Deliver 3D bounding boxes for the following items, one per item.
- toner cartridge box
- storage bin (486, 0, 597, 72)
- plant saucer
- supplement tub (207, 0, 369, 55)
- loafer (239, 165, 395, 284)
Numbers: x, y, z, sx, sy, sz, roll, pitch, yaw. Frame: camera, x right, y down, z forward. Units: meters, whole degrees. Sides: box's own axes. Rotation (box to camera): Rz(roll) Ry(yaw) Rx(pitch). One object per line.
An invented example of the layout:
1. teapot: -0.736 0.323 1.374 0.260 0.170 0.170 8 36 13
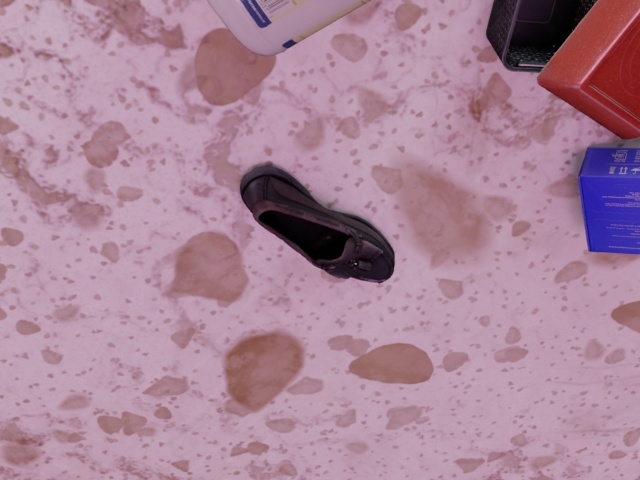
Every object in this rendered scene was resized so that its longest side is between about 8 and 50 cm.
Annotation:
1. toner cartridge box: 0.575 -0.054 1.384 0.348 0.075 0.165 4 136 27
2. storage bin: 0.304 -0.320 1.226 0.122 0.084 0.180 1 129 -10
3. plant saucer: 0.452 -0.264 1.249 0.259 0.047 0.258 19 116 -42
4. supplement tub: 0.014 -0.380 1.034 0.325 0.235 0.235 -28 127 13
5. loafer: 0.000 0.000 1.424 0.302 0.095 0.109 33 117 -30
